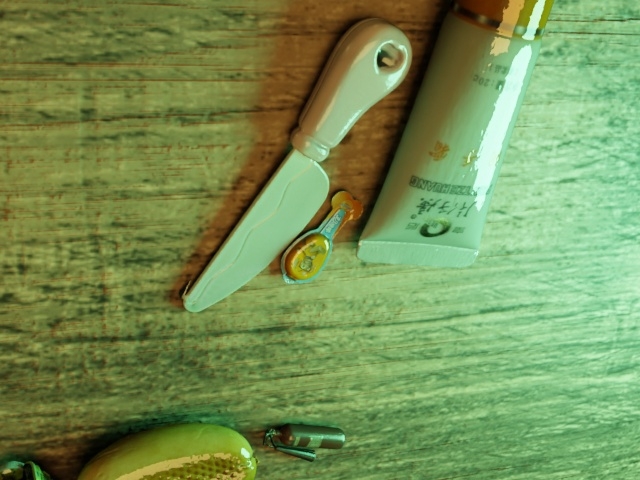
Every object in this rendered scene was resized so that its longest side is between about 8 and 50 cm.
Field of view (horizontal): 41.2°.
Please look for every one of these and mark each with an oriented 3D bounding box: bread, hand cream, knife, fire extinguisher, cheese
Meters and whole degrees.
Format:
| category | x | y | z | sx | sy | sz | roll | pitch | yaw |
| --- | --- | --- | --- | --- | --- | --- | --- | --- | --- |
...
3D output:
| category | x | y | z | sx | sy | sz | roll | pitch | yaw |
| --- | --- | --- | --- | --- | --- | --- | --- | --- | --- |
| bread | -0.160 | 0.244 | 0.873 | 0.189 | 0.077 | 0.114 | -13 | 100 | -21 |
| hand cream | 0.128 | -0.110 | 0.817 | 0.139 | 0.089 | 0.314 | 2 | 121 | -20 |
| knife | -0.023 | -0.060 | 0.813 | 0.081 | 0.043 | 0.336 | 23 | 111 | -37 |
| fire extinguisher | -0.026 | 0.224 | 0.947 | 0.100 | 0.032 | 0.046 | 10 | 144 | -25 |
| cheese | 0.000 | 0.000 | 0.852 | 0.047 | 0.017 | 0.111 | 32 | 99 | -34 |

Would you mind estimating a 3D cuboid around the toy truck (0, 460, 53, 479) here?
| category | x | y | z | sx | sy | sz | roll | pitch | yaw |
| --- | --- | --- | --- | --- | --- | --- | --- | --- | --- |
| toy truck | -0.323 | 0.313 | 0.837 | 0.191 | 0.085 | 0.116 | -37 | 131 | 2 |
